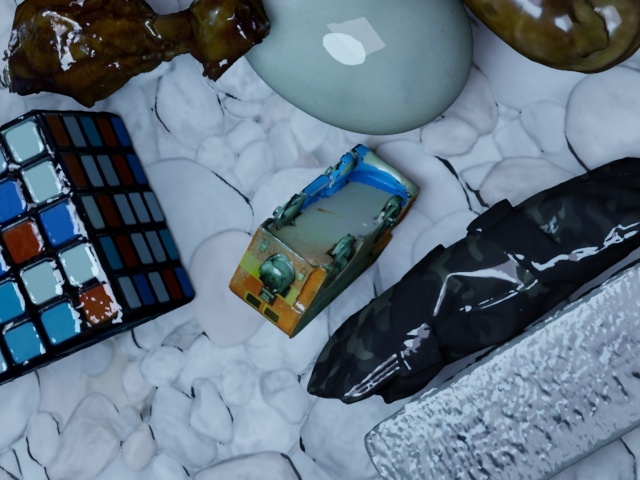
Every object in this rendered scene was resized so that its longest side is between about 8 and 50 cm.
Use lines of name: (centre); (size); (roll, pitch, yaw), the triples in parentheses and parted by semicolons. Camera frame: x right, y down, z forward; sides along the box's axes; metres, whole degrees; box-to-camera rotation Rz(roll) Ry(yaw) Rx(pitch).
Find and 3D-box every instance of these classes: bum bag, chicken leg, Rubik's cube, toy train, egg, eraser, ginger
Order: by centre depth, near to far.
ginger: (0.155, -0.278, 1.488); (0.165, 0.172, 0.321); (-22, 104, -6)
bum bag: (0.127, 0.033, 1.533); (0.340, 0.144, 0.095); (-31, 98, 14)
egg: (0.020, -0.168, 1.544); (0.209, 0.151, 0.151); (30, 100, 12)
toy train: (0.000, 0.000, 1.549); (0.072, 0.188, 0.099); (40, 131, 8)
eraser: (0.207, 0.105, 1.550); (0.352, 0.077, 0.111); (-33, 84, 14)
chicken leg: (-0.143, -0.160, 1.562); (0.304, 0.093, 0.113); (5, 90, 48)
Rubik's cube: (-0.236, 0.009, 1.604); (0.182, 0.187, 0.184); (-25, 89, 14)
